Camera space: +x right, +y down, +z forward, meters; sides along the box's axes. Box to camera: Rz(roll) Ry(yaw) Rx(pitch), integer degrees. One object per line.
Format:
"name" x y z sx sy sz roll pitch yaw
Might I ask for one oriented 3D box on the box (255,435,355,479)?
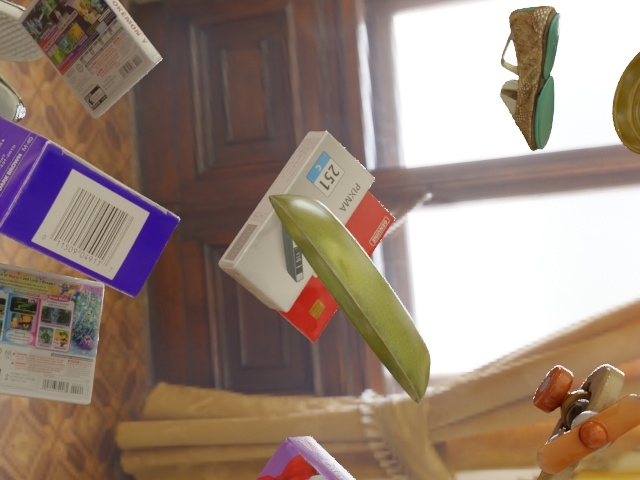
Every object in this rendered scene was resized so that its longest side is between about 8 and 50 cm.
"box" -0.035 0.366 0.924 0.293 0.201 0.057 -55 152 9

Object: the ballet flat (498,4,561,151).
"ballet flat" 0.257 -0.203 1.192 0.073 0.067 0.206 -50 148 -39

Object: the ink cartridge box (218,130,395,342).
"ink cartridge box" 0.000 0.000 1.696 0.261 0.066 0.296 43 72 -30

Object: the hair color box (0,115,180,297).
"hair color box" -0.331 -0.065 1.066 0.185 0.339 0.110 34 81 -46

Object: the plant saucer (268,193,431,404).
"plant saucer" 0.035 0.046 0.905 0.241 0.037 0.241 54 -4 5

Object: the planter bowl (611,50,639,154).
"planter bowl" 0.628 -0.245 1.686 0.090 0.217 0.217 12 68 -31

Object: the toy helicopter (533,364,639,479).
"toy helicopter" 0.388 0.349 1.509 0.355 0.140 0.235 -56 177 -20

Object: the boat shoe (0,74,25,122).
"boat shoe" -0.482 -0.223 1.244 0.219 0.078 0.070 41 6 -7

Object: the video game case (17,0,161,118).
"video game case" -0.332 -0.287 1.364 0.183 0.201 0.023 53 51 -10

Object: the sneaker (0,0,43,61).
"sneaker" -0.608 -0.408 1.606 0.321 0.126 0.127 16 51 -31

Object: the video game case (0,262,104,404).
"video game case" -0.325 0.103 1.068 0.157 0.019 0.143 14 67 -30
